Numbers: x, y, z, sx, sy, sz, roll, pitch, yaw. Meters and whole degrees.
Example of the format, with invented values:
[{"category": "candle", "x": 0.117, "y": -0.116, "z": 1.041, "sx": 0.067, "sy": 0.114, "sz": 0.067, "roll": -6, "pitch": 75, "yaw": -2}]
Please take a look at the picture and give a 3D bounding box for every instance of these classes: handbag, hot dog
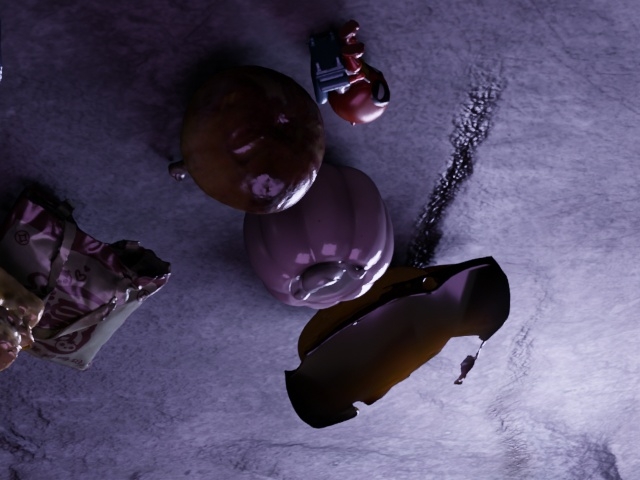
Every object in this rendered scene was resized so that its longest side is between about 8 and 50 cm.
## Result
[{"category": "handbag", "x": -0.316, "y": 0.056, "z": 2.048, "sx": 0.213, "sy": 0.127, "sz": 0.235, "roll": 27, "pitch": 125, "yaw": -22}, {"category": "hot dog", "x": 0.098, "y": 0.112, "z": 2.285, "sx": 0.326, "sy": 0.107, "sz": 0.194, "roll": -22, "pitch": 130, "yaw": 7}]

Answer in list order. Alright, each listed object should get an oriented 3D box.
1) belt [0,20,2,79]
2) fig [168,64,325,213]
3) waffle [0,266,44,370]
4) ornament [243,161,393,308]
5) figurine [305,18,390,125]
[{"category": "belt", "x": -0.388, "y": -0.177, "z": 1.695, "sx": 0.141, "sy": 0.082, "sz": 0.190, "roll": 16, "pitch": 140, "yaw": -33}, {"category": "fig", "x": -0.108, "y": -0.100, "z": 1.870, "sx": 0.231, "sy": 0.160, "sz": 0.143, "roll": -12, "pitch": -171, "yaw": 31}, {"category": "waffle", "x": -0.524, "y": 0.104, "z": 1.983, "sx": 0.376, "sy": 0.114, "sz": 0.261, "roll": -32, "pitch": 120, "yaw": 33}, {"category": "ornament", "x": 0.000, "y": 0.000, "z": 2.031, "sx": 0.177, "sy": 0.177, "sz": 0.177, "roll": -9, "pitch": 148, "yaw": -5}, {"category": "figurine", "x": 0.030, "y": -0.170, "z": 1.861, "sx": 0.075, "sy": 0.068, "sz": 0.140, "roll": -20, "pitch": 146, "yaw": 7}]
